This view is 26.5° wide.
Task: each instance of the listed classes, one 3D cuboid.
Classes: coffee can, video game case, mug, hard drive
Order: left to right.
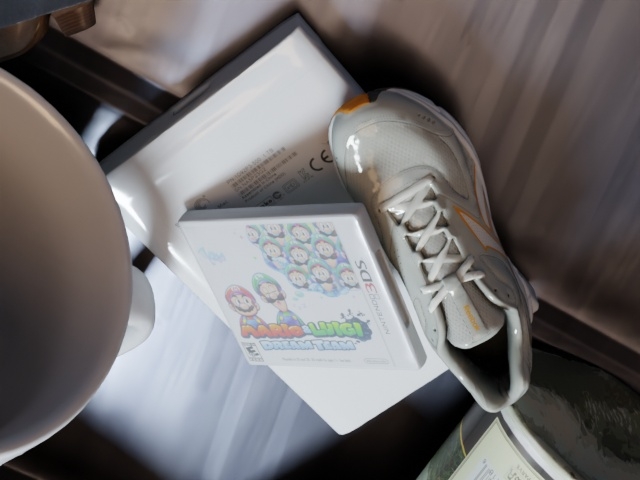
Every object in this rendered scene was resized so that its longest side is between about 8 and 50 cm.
[{"bbox_3d":[-0.291,0.058,0.944,0.374,0.276,0.328,3,157,-40],"label":"mug"},{"bbox_3d":[-0.014,0.036,0.997,0.157,0.019,0.143,-1,127,34],"label":"video game case"},{"bbox_3d":[0.000,0.000,1.053,0.203,0.040,0.307,-35,117,16],"label":"hard drive"},{"bbox_3d":[0.160,0.255,1.123,0.202,0.201,0.275,25,116,-17],"label":"coffee can"}]

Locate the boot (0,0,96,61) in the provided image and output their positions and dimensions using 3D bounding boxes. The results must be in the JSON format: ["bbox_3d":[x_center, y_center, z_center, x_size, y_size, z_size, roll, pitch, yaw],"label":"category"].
[{"bbox_3d":[-0.213,-0.174,0.938,0.118,0.042,0.087,-20,114,7],"label":"boot"}]

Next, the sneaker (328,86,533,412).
[{"bbox_3d":[0.093,0.010,0.971,0.099,0.121,0.262,-28,118,11],"label":"sneaker"}]

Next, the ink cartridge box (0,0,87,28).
[{"bbox_3d":[-0.183,-0.209,0.783,0.333,0.065,0.165,-27,141,-30],"label":"ink cartridge box"}]
